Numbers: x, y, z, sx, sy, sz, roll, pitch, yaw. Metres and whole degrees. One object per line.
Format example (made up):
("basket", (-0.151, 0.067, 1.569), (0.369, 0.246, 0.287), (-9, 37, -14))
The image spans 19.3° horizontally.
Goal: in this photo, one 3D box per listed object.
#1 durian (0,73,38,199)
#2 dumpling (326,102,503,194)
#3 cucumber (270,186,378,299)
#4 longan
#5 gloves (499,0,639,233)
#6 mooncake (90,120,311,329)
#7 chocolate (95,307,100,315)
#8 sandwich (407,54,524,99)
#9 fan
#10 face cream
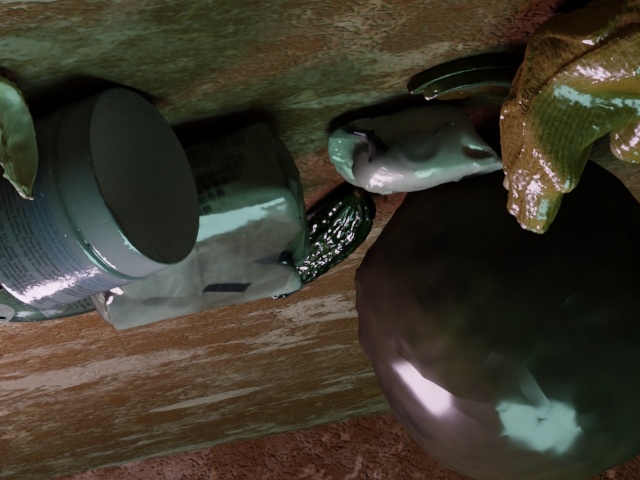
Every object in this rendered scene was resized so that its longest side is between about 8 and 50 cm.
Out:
("durian", (-0.272, -0.099, 1.640), (0.052, 0.130, 0.066), (-26, -155, -11))
("dumpling", (0.101, -0.092, 1.998), (0.176, 0.092, 0.150), (-16, 169, -3))
("cucumber", (0.001, 0.000, 2.295), (0.077, 0.077, 0.265), (-4, 164, -31))
("longan", (0.238, 0.089, 2.173), (0.404, 0.404, 0.436), (-13, 172, -3))
("gloves", (0.277, -0.148, 1.822), (0.203, 0.155, 0.356), (-11, 152, -37))
("mooncake", (-0.138, -0.019, 1.963), (0.254, 0.136, 0.250), (-13, 154, -5))
("chocolate", (-0.163, 0.020, 2.189), (0.214, 0.093, 0.148), (-19, 163, 18))
("sandwich", (0.157, -0.162, 1.910), (0.135, 0.029, 0.067), (-9, 164, -16))
("fan", (-0.375, 0.075, 2.367), (0.294, 0.012, 0.223), (-7, 164, -26))
("face cream", (-0.223, -0.037, 1.752), (0.153, 0.177, 0.177), (-19, 165, 26))
